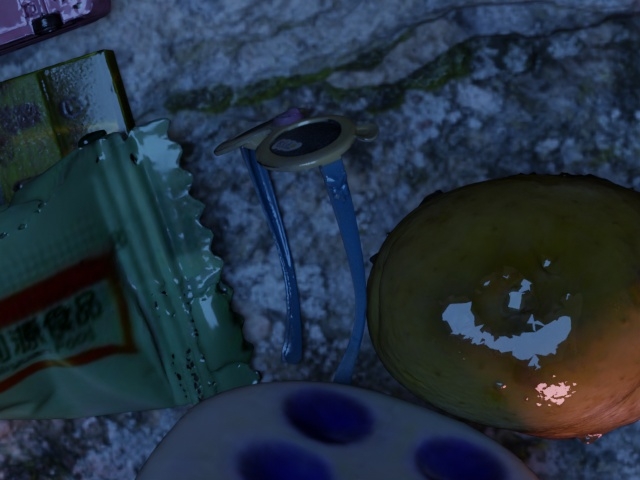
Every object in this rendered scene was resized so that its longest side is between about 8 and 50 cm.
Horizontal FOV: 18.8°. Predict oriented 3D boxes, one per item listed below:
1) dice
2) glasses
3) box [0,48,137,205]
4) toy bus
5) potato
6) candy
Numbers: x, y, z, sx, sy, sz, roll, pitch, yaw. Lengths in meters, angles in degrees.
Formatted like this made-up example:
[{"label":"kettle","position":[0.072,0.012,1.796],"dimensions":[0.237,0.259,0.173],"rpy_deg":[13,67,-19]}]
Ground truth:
[{"label":"dice","position":[0.002,0.304,1.463],"dimensions":[0.304,0.277,0.304],"rpy_deg":[22,128,15]},{"label":"glasses","position":[-0.028,0.004,1.534],"dimensions":[0.088,0.190,0.220],"rpy_deg":[-2,99,-23]},{"label":"box","position":[-0.252,-0.078,1.649],"dimensions":[0.193,0.030,0.121],"rpy_deg":[-16,92,13]},{"label":"toy bus","position":[-0.275,-0.183,1.613],"dimensions":[0.203,0.090,0.063],"rpy_deg":[-17,91,11]},{"label":"potato","position":[0.159,0.050,1.477],"dimensions":[0.286,0.242,0.242],"rpy_deg":[14,97,11]},{"label":"candy","position":[-0.272,0.064,1.610],"dimensions":[0.398,0.172,0.262],"rpy_deg":[-17,114,-4]}]
